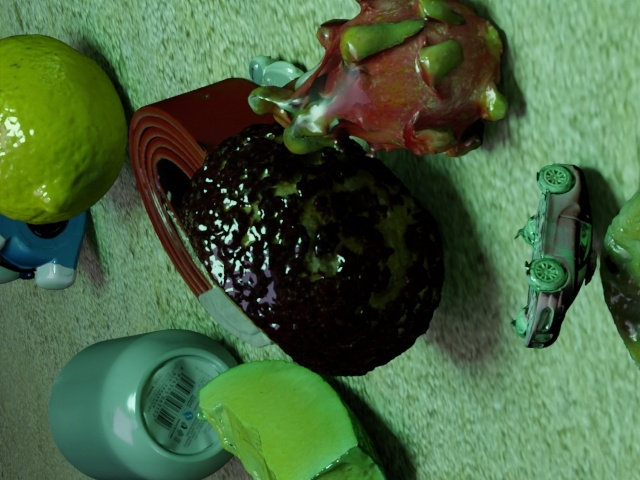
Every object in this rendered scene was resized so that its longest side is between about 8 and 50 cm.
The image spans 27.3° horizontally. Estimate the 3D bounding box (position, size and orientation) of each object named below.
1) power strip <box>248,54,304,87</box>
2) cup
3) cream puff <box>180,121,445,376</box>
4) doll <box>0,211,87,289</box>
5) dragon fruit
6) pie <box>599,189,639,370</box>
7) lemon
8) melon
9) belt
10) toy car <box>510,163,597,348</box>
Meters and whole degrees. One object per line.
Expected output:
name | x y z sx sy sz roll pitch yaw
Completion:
power strip | -0.032 -0.153 1.265 0.083 0.035 0.055 35 141 29
cup | -0.225 0.224 1.743 0.312 0.205 0.205 -16 95 64
cream puff | 0.000 0.000 1.113 0.239 0.165 0.239 44 -170 -10
doll | -0.508 -0.038 2.077 0.310 0.240 0.284 -3 141 49
dragon fruit | 0.044 -0.122 1.012 0.150 0.207 0.133 -3 -96 -72
pie | 0.251 0.042 0.836 0.187 0.041 0.187 44 146 41
lemon | -0.363 -0.136 1.695 0.253 0.228 0.228 61 154 17
melon | -0.031 0.227 1.460 0.323 0.124 0.196 42 143 55
belt | -0.080 -0.029 1.352 0.324 0.115 0.227 48 149 36
toy car | 0.163 0.011 0.908 0.069 0.055 0.142 95 -174 -53
